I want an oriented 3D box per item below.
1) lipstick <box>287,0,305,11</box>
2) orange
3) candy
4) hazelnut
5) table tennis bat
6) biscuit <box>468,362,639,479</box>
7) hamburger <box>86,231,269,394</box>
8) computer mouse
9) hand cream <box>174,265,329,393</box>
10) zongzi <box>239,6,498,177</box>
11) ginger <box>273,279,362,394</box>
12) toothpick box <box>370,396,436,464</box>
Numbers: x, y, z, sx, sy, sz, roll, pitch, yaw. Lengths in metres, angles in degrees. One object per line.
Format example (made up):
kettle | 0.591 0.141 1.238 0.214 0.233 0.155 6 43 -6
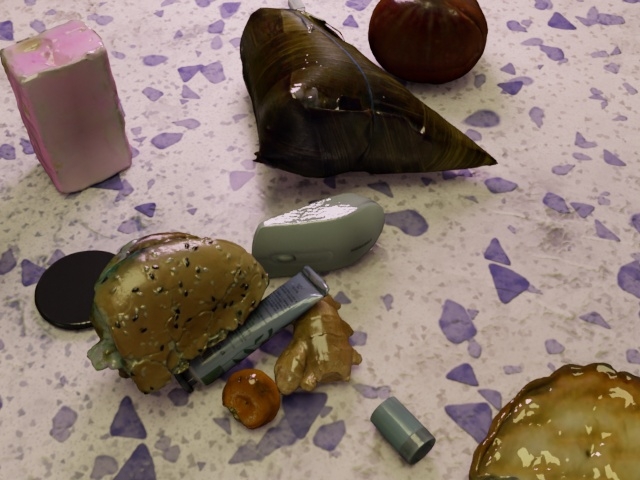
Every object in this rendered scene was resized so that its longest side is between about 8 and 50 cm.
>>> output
lipstick | -0.039 -0.475 1.743 0.025 0.025 0.107 -17 59 -14
orange | -0.095 0.220 1.168 0.086 0.086 0.062 19 19 14
candy | -0.421 -0.222 1.388 0.155 0.265 0.116 -26 54 -20
hazelnut | 0.203 -0.409 1.580 0.229 0.230 0.230 0 52 -1
table tennis bat | -0.336 0.070 1.310 0.236 0.027 0.150 -8 52 -6
biscuit | 0.384 0.324 1.095 0.329 0.078 0.335 -25 57 -23
hamburger | -0.218 0.076 1.176 0.288 0.192 0.167 -39 31 -26
computer mouse | 0.000 0.000 1.308 0.230 0.128 0.079 -21 49 -15
hand cream | -0.103 0.130 1.206 0.256 0.055 0.088 -38 31 -5
zongzi | 0.073 -0.266 1.506 0.431 0.208 0.403 5 39 -20
ginger | 0.001 0.140 1.226 0.115 0.081 0.206 -5 53 20
toothpick box | 0.114 0.264 1.147 0.052 0.052 0.083 -31 58 -23
